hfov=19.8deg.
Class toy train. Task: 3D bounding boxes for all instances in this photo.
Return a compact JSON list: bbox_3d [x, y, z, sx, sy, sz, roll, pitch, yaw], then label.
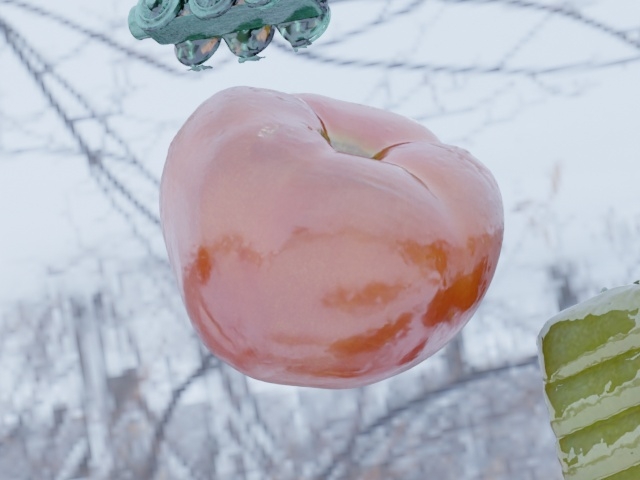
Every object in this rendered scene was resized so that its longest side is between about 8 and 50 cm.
[{"bbox_3d":[-0.034,-0.112,0.770,0.103,0.064,0.044,-6,150,31],"label":"toy train"}]

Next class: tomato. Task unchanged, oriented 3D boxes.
[{"bbox_3d":[0.004,0.001,1.252,0.260,0.180,0.260,13,-158,-6],"label":"tomato"}]

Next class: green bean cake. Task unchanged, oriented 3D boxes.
[{"bbox_3d":[0.275,0.151,1.299,0.124,0.233,0.236,-30,148,29],"label":"green bean cake"}]
